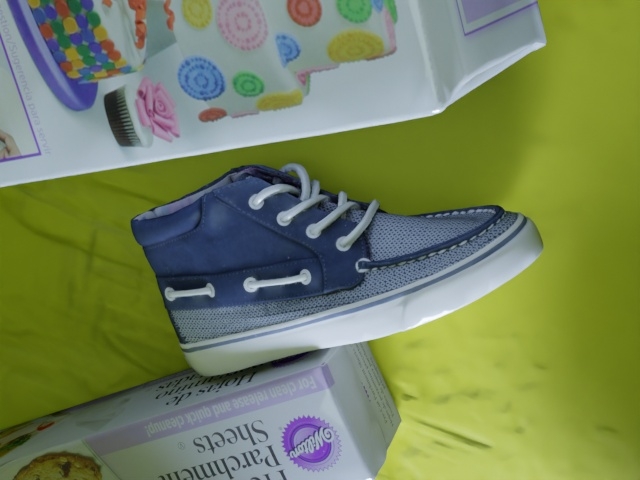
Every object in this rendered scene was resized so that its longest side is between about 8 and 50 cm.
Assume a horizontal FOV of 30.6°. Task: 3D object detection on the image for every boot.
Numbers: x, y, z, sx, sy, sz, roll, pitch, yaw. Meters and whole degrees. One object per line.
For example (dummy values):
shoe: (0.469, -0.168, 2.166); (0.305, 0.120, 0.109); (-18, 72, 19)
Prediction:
boot: (0.000, 0.000, 0.537); (0.190, 0.069, 0.086); (-19, 104, 24)

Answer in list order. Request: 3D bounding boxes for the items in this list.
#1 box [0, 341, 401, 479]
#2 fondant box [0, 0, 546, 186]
box: (-0.118, 0.123, 0.620); (0.324, 0.063, 0.067); (-19, 102, 22)
fondant box: (-0.100, -0.152, 0.464); (0.330, 0.096, 0.238); (-5, 107, 36)
